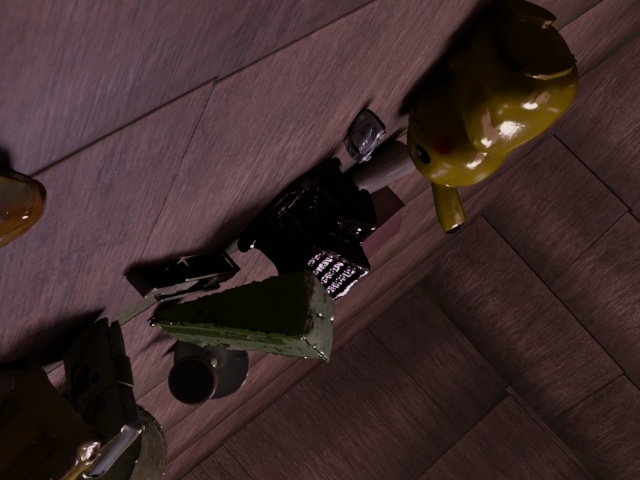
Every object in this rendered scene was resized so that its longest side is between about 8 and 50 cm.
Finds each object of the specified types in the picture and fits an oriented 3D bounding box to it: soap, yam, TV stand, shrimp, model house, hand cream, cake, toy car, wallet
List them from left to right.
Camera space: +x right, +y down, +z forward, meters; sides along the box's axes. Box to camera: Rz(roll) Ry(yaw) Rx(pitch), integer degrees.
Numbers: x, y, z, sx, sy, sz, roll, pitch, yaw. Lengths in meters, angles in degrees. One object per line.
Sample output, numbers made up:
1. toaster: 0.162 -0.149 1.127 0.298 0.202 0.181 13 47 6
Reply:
1. shrimp: -0.249 -0.012 0.710 0.115 0.051 0.217 -40 173 0
2. soap: -0.353 0.249 1.166 0.233 0.135 0.076 -46 170 18
3. wallet: -0.251 0.174 1.217 0.039 0.155 0.110 14 132 -37
4. yam: -0.302 0.296 1.511 0.161 0.161 0.268 -41 172 -10
5. TV stand: -0.165 0.044 1.309 0.042 0.036 0.249 -43 170 14
6. cake: -0.100 0.094 1.435 0.100 0.235 0.099 54 45 -55
7. model house: 0.005 -0.005 1.448 0.165 0.152 0.106 -44 176 20
8. toy car: 0.055 -0.132 1.401 0.025 0.041 0.093 -32 165 -33
9. hand cream: 0.070 -0.091 1.627 0.186 0.054 0.087 -33 173 -16

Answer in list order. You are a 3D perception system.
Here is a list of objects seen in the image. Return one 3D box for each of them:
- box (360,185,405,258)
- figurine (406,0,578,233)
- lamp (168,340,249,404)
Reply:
1. box: 0.036 -0.002 1.756 0.215 0.086 0.215 -41 171 -8
2. figurine: 0.225 -0.186 1.509 0.169 0.218 0.327 17 140 -31
3. lamp: -0.171 0.191 1.658 0.121 0.121 0.215 -44 -178 8
